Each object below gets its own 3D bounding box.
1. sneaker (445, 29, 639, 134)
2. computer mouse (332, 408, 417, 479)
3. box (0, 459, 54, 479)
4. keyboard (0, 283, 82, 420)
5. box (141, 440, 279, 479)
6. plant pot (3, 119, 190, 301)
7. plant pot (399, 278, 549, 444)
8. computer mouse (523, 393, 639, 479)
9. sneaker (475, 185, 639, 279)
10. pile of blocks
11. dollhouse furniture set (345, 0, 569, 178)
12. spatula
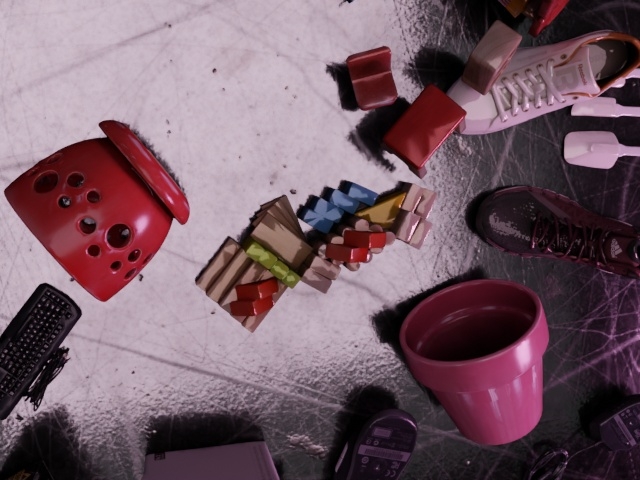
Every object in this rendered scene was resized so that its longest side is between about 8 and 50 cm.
[{"bbox_3d":[0.311,-0.230,1.216,0.290,0.123,0.105,-23,101,0],"label":"sneaker"},{"bbox_3d":[0.029,0.349,1.277,0.184,0.060,0.261,10,106,-19],"label":"computer mouse"},{"bbox_3d":[-0.339,0.479,1.129,0.079,0.257,0.321,-26,102,-5],"label":"box"},{"bbox_3d":[-0.400,0.162,1.189,0.100,0.038,0.192,35,91,-13],"label":"keyboard"},{"bbox_3d":[-0.149,0.370,1.186,0.182,0.181,0.118,-5,98,-10],"label":"box"},{"bbox_3d":[-0.274,-0.043,1.108,0.174,0.191,0.191,-39,102,-7],"label":"plant pot"},{"bbox_3d":[0.234,0.181,1.234,0.201,0.201,0.180,-25,117,-6],"label":"plant pot"},{"bbox_3d":[0.421,0.317,1.358,0.242,0.041,0.071,-31,103,2],"label":"computer mouse"},{"bbox_3d":[0.376,-0.009,1.237,0.282,0.162,0.106,11,95,-11],"label":"sneaker"},{"bbox_3d":[0.000,0.000,1.199,0.362,0.112,0.148,-28,101,-6],"label":"pile of blocks"},{"bbox_3d":[0.176,-0.293,1.137,0.201,0.152,0.374,40,87,7],"label":"dollhouse furniture set"},{"bbox_3d":[0.488,-0.190,1.309,0.242,0.019,0.168,3,91,-10],"label":"spatula"}]
